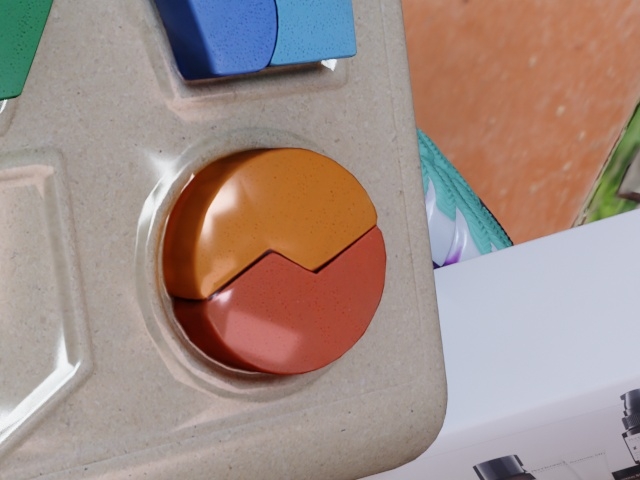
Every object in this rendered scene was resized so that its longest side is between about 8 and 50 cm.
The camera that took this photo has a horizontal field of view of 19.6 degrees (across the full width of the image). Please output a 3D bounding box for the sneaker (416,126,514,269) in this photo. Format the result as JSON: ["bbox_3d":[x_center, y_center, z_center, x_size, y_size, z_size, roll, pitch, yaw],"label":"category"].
[{"bbox_3d":[0.000,0.000,0.640,0.098,0.083,0.224,-38,137,10],"label":"sneaker"}]

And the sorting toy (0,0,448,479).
[{"bbox_3d":[-0.098,-0.019,0.454,0.307,0.041,0.229,-11,102,-32],"label":"sorting toy"}]

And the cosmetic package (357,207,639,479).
[{"bbox_3d":[0.042,0.057,0.616,0.239,0.060,0.099,-17,148,11],"label":"cosmetic package"}]
